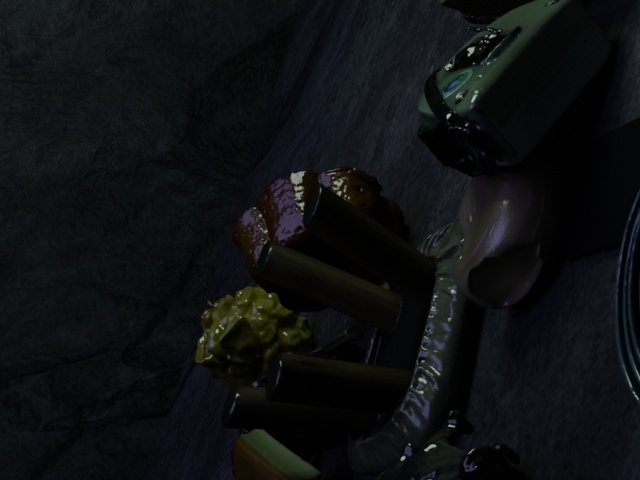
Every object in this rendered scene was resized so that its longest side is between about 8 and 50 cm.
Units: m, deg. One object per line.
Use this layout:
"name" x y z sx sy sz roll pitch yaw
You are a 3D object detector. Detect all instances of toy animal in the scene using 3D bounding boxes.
"toy animal" 0.117 0.249 1.212 0.168 0.106 0.343 -53 -1 -14

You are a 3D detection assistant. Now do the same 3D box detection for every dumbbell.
"dumbbell" -0.030 0.252 1.850 0.124 0.140 0.225 -56 5 -26

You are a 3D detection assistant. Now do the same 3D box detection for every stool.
"stool" 0.037 0.117 1.589 0.310 0.226 0.310 138 146 -64

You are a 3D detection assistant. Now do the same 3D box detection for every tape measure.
"tape measure" 0.187 -0.167 1.404 0.235 0.115 0.207 -48 19 -20

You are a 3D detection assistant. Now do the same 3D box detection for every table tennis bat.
"table tennis bat" -0.006 0.172 1.915 0.246 0.138 0.022 -35 73 55

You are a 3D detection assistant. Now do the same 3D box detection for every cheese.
"cheese" 0.213 -0.055 1.440 0.286 0.082 0.163 -82 19 -48

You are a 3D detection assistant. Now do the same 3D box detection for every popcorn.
"popcorn" -0.117 0.179 2.172 0.169 0.189 0.218 -88 23 -57

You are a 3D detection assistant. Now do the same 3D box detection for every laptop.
"laptop" 0.298 -0.055 1.241 0.197 0.016 0.135 152 134 -73

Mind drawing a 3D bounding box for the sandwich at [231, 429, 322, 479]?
"sandwich" -0.041 0.407 1.756 0.212 0.063 0.245 24 130 56

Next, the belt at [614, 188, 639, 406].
"belt" 0.296 0.021 0.926 0.267 0.116 0.206 -89 17 -44

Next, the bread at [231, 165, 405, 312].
"bread" 0.013 0.002 1.865 0.246 0.232 0.135 -36 42 28

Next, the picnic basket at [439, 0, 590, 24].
"picnic basket" 0.264 -0.368 1.510 0.266 0.139 0.165 144 143 -67
